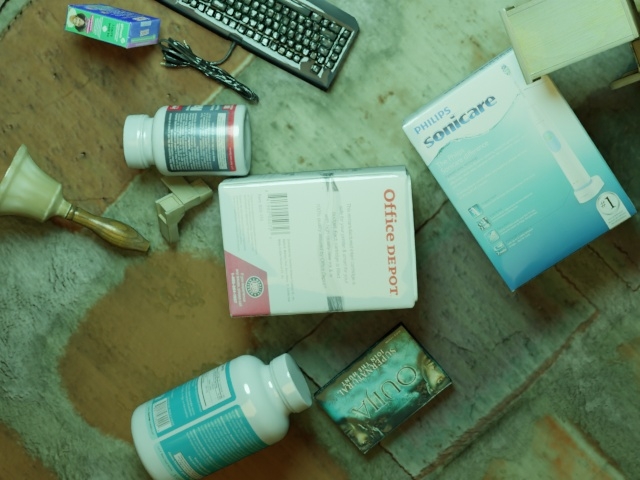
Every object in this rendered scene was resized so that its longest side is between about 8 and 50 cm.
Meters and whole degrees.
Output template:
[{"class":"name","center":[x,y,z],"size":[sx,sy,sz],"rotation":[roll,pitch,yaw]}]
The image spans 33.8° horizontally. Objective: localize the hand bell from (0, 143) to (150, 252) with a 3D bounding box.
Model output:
[{"class":"hand bell","center":[-0.378,-0.040,1.630],"size":[0.242,0.126,0.126],"rotation":[27,101,-15]}]

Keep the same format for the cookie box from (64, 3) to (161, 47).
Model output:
[{"class":"cookie box","center":[-0.305,-0.317,1.550],"size":[0.107,0.092,0.040],"rotation":[17,109,17]}]

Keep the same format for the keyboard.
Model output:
[{"class":"keyboard","center":[-0.121,-0.316,1.585],"size":[0.317,0.033,0.202],"rotation":[28,101,-1]}]

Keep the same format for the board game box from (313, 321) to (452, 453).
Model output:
[{"class":"board game box","center":[0.099,0.235,1.675],"size":[0.186,0.026,0.126],"rotation":[-41,95,10]}]

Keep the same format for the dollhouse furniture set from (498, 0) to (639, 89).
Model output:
[{"class":"dollhouse furniture set","center":[0.375,-0.311,1.464],"size":[0.161,0.242,0.212],"rotation":[-19,96,32]}]

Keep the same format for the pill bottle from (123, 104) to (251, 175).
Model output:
[{"class":"pill bottle","center":[-0.198,-0.150,1.580],"size":[0.180,0.108,0.108],"rotation":[0,101,3]}]

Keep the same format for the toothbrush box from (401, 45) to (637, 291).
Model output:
[{"class":"toothbrush box","center":[0.286,-0.111,1.549],"size":[0.216,0.126,0.296],"rotation":[-35,97,9]}]

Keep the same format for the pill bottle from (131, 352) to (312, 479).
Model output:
[{"class":"pill bottle","center":[-0.149,0.272,1.636],"size":[0.264,0.146,0.146],"rotation":[-26,98,8]}]

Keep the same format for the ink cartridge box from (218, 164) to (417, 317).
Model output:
[{"class":"ink cartridge box","center":[0.000,0.000,1.591],"size":[0.282,0.117,0.207],"rotation":[-3,100,5]}]

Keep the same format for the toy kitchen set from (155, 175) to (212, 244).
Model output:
[{"class":"toy kitchen set","center":[-0.220,-0.057,1.643],"size":[0.083,0.075,0.068],"rotation":[-29,56,-23]}]
